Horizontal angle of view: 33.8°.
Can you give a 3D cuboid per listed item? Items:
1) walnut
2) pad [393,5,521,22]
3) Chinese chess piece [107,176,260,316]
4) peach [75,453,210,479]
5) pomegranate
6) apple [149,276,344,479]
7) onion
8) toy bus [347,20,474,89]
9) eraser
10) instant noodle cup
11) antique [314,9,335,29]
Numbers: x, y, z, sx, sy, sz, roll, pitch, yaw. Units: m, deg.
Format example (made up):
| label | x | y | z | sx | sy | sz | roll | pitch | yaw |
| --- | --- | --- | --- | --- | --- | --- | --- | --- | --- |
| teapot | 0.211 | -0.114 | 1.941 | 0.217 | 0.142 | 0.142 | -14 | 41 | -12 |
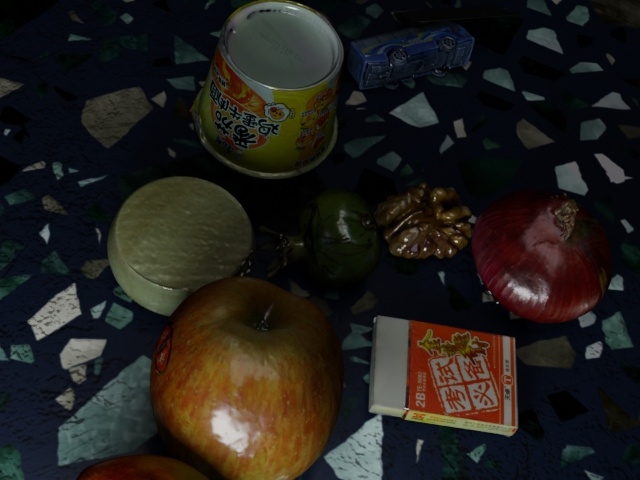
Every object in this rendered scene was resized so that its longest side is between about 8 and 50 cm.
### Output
| label | x | y | z | sx | sy | sz | roll | pitch | yaw |
| --- | --- | --- | --- | --- | --- | --- | --- | --- | --- |
| walnut | 0.179 | -0.036 | 1.760 | 0.170 | 0.069 | 0.143 | -19 | 62 | -26 |
| pad | 0.261 | -0.436 | 2.022 | 0.211 | 0.003 | 0.143 | -8 | 21 | -16 |
| Chinese chess piece | -0.212 | 0.012 | 1.628 | 0.237 | 0.092 | 0.238 | 6 | 56 | -9 |
| peach | -0.222 | 0.380 | 1.316 | 0.230 | 0.231 | 0.231 | 6 | 57 | -9 |
| pomegranate | 0.000 | 0.000 | 1.663 | 0.191 | 0.131 | 0.152 | -7 | 62 | -8 |
| apple | -0.097 | 0.183 | 1.449 | 0.277 | 0.250 | 0.309 | -9 | 58 | -17 |
| onion | 0.363 | 0.017 | 1.723 | 0.248 | 0.161 | 0.248 | -6 | 57 | 9 |
| toy bus | 0.166 | -0.349 | 1.951 | 0.236 | 0.079 | 0.094 | -18 | 61 | -23 |
| eraser | 0.190 | 0.207 | 1.623 | 0.230 | 0.038 | 0.157 | 9 | 57 | -6 |
| instant noodle cup | -0.076 | -0.263 | 1.771 | 0.264 | 0.200 | 0.264 | 7 | 56 | -10 |
| antique | -0.019 | -0.370 | 1.914 | 0.104 | 0.104 | 0.104 | 6 | 57 | -9 |
